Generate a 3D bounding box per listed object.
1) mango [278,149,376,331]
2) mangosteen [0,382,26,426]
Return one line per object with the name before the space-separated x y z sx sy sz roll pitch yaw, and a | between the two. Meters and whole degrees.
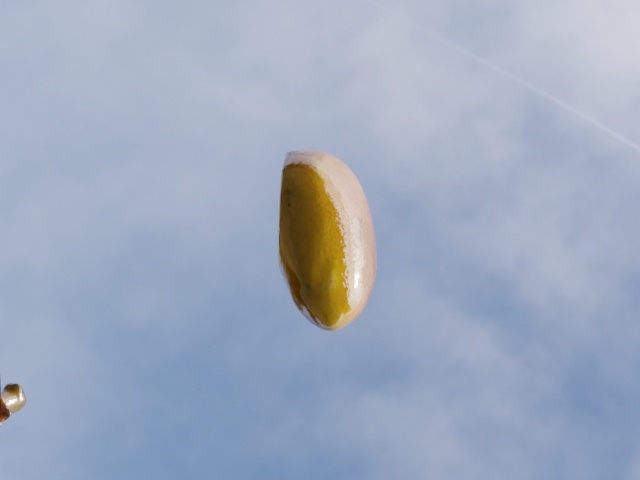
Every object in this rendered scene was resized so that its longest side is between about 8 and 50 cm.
mango | 0.007 -0.001 0.869 0.102 0.141 0.217 -6 -131 2
mangosteen | -0.479 0.199 1.038 0.236 0.261 0.235 -14 -114 35
